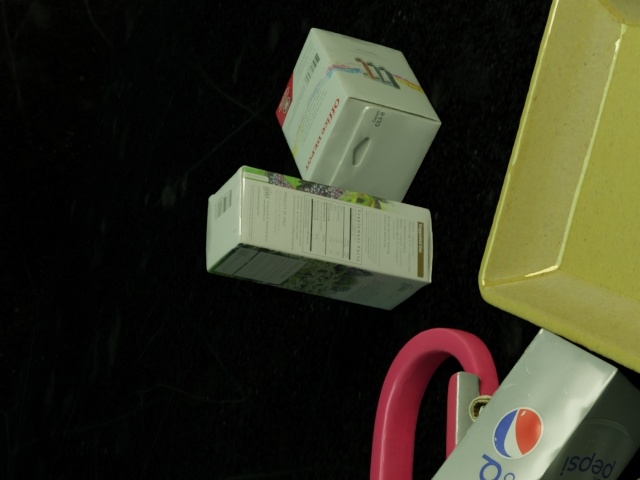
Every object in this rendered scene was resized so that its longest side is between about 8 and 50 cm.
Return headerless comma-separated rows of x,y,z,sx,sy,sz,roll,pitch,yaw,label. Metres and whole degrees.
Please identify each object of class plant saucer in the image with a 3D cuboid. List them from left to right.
0.280,-0.070,1.494,0.332,0.081,0.333,26,102,66,plant saucer

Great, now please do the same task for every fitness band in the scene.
0.115,0.232,1.767,0.209,0.054,0.291,146,133,-62,fitness band

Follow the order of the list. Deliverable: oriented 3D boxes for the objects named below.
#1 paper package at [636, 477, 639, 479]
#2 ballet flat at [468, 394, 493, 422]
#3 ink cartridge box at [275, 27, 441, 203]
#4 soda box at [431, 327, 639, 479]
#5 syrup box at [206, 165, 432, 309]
0.220,0.302,1.130,0.309,0.168,0.325,-51,-2,-33,paper package
0.187,0.189,1.610,0.168,0.052,0.057,35,111,65,ballet flat
0.041,-0.144,2.024,0.128,0.127,0.176,-64,26,27,ink cartridge box
0.157,0.223,1.448,0.286,0.091,0.098,-54,42,-6,soda box
0.000,0.000,1.905,0.093,0.236,0.096,-39,45,56,syrup box
